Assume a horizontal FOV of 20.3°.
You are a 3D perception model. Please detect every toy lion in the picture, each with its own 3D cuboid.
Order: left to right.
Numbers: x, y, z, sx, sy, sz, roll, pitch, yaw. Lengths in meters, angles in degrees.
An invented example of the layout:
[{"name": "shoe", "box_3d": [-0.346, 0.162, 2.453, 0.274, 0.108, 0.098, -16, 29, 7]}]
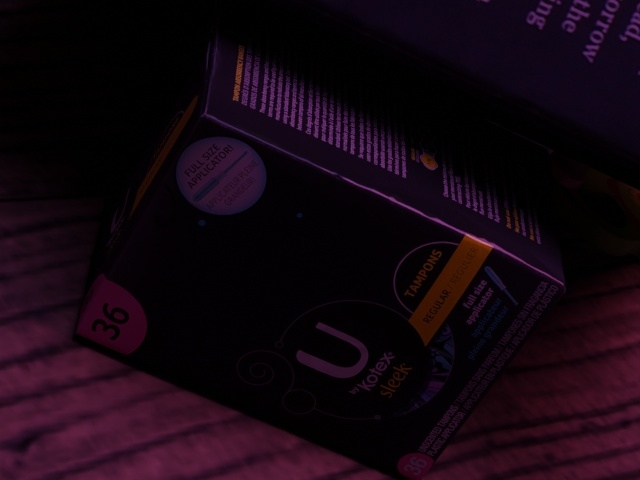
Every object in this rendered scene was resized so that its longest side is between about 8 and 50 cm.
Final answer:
[{"name": "toy lion", "box_3d": [0.168, -0.019, 1.001, 0.096, 0.034, 0.100, 45, 33, 5]}]

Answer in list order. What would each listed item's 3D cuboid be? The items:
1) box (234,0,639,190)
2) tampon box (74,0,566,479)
[{"name": "box", "box_3d": [0.082, -0.168, 0.814, 0.395, 0.212, 0.293, 25, 4, 0]}, {"name": "tampon box", "box_3d": [0.000, 0.000, 0.737, 0.161, 0.120, 0.101, 24, 32, -14]}]
